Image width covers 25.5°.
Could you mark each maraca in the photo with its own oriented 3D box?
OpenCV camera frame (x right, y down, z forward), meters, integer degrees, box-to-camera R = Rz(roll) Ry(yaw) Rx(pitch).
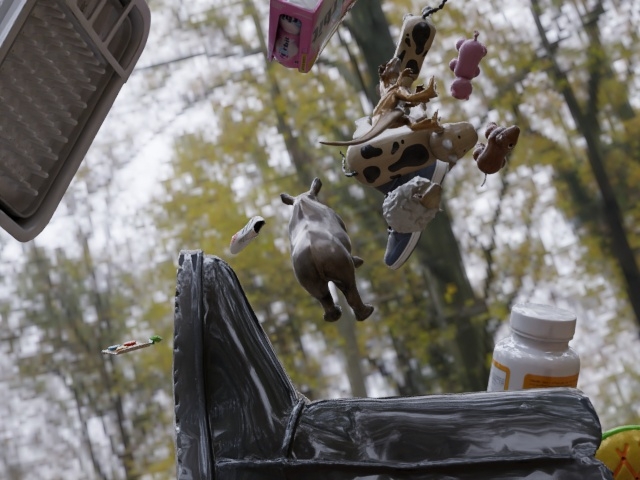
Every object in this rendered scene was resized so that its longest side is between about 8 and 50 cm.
[{"bbox_3d":[0.447,0.341,2.157,0.186,0.099,0.127,-6,-70,-7],"label":"maraca"}]

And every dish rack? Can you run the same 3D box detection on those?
[{"bbox_3d":[-0.324,-0.184,1.609,0.072,0.332,0.285,22,-13,16],"label":"dish rack"}]

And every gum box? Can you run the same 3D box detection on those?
[{"bbox_3d":[-0.004,-0.310,1.791,0.062,0.188,0.107,22,-36,12],"label":"gum box"}]

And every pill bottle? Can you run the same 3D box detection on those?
[{"bbox_3d":[0.331,0.228,2.209,0.136,0.245,0.136,7,12,-2],"label":"pill bottle"}]

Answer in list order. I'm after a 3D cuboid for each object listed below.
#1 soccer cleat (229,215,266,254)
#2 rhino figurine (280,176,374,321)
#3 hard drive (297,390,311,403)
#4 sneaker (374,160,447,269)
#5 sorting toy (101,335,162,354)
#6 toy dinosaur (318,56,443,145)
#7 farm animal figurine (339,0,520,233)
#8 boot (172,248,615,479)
[{"bbox_3d":[-0.128,-0.009,2.484,0.083,0.036,0.029,-49,-63,-14],"label":"soccer cleat"},{"bbox_3d":[0.000,0.000,1.687,0.073,0.243,0.106,-28,-60,8],"label":"rhino figurine"},{"bbox_3d":[-0.085,0.392,2.369,0.040,0.318,0.210,-7,-27,24],"label":"hard drive"},{"bbox_3d":[0.121,-0.073,2.630,0.163,0.226,0.086,21,-1,-16],"label":"sneaker"},{"bbox_3d":[-0.284,0.158,2.149,0.083,0.012,0.062,-14,4,-33],"label":"sorting toy"},{"bbox_3d":[0.085,-0.151,1.713,0.112,0.211,0.064,-5,-59,22],"label":"toy dinosaur"},{"bbox_3d":[0.170,-0.192,2.379,0.327,0.172,0.330,-34,-69,20],"label":"farm animal figurine"},{"bbox_3d":[0.070,0.176,1.485,0.445,0.366,0.146,-1,-28,-7],"label":"boot"}]
